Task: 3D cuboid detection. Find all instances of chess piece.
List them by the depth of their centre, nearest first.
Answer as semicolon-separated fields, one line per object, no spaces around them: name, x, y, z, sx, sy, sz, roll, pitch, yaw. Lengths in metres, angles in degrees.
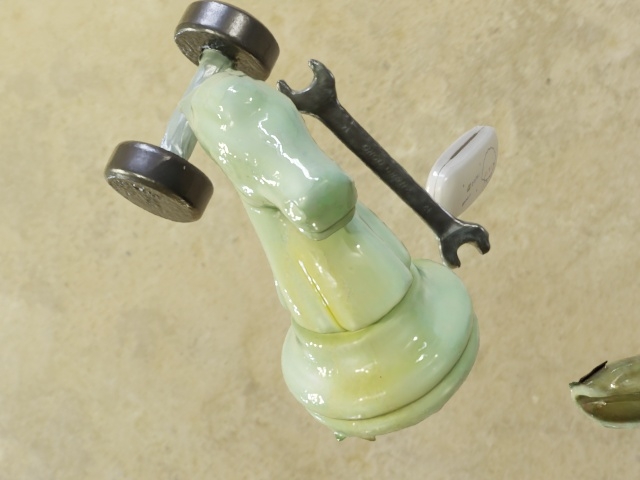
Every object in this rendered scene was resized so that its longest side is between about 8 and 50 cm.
chess piece;0.000;0.000;0.829;0.176;0.175;0.298;-11;126;29

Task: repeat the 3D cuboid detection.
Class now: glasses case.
glasses case;0.179;-0.085;1.340;0.049;0.197;0.076;12;120;25

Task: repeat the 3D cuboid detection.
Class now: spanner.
spanner;0.061;-0.067;0.980;0.254;0.015;0.054;44;89;-11

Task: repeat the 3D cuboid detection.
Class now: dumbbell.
dumbbell;-0.118;-0.119;0.985;0.100;0.191;0.100;22;163;7

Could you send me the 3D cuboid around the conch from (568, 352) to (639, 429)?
conch;0.267;0.067;0.589;0.234;0.114;0.137;-40;68;-7
